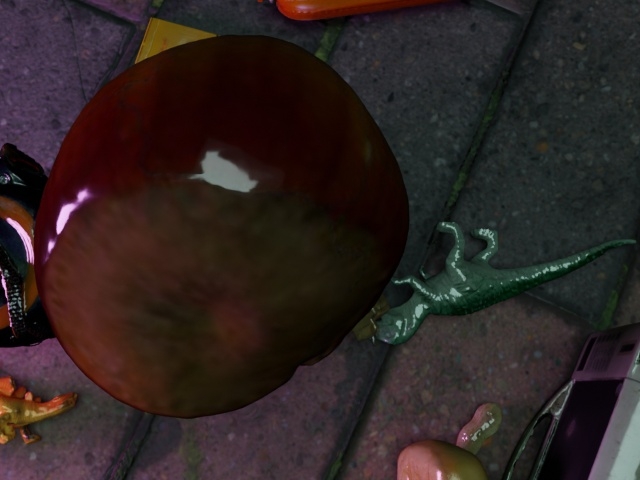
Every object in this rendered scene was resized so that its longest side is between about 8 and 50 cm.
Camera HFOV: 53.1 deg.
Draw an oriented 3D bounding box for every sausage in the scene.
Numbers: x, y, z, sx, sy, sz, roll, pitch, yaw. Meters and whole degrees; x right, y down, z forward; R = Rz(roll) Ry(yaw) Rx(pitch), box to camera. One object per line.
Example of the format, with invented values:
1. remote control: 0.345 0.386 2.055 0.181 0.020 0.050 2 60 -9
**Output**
1. sausage: 0.066 -0.363 0.889 0.312 0.093 0.093 -9 81 -3

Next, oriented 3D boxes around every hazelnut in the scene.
1. hazelnut: -0.097 -0.012 0.679 0.359 0.409 0.359 21 44 -22

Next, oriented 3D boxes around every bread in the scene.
1. bread: 0.151 0.346 0.747 0.098 0.147 0.217 7 80 -22

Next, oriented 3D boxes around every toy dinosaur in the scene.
1. toy dinosaur: 0.223 0.017 0.835 0.383 0.076 0.129 -22 92 2
2. toy dinosaur: -0.449 0.213 0.792 0.288 0.070 0.117 -12 70 -7

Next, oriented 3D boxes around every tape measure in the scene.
1. tape measure: -0.382 0.021 0.774 0.202 0.135 0.223 -39 79 4

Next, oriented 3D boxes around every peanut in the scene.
1. peanut: 0.200 0.242 0.818 0.037 0.037 0.083 44 86 6

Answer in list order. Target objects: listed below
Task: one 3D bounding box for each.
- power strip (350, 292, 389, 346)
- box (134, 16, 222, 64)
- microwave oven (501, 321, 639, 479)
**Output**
1. power strip: 0.000 0.000 0.834 0.064 0.044 0.305 -37 77 30
2. box: -0.175 -0.252 0.899 0.155 0.023 0.087 16 83 1
3. microwave oven: 0.396 0.328 0.702 0.333 0.247 0.394 25 81 4
